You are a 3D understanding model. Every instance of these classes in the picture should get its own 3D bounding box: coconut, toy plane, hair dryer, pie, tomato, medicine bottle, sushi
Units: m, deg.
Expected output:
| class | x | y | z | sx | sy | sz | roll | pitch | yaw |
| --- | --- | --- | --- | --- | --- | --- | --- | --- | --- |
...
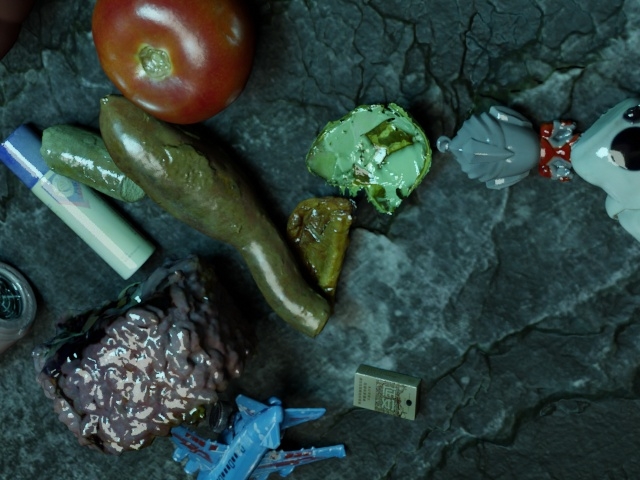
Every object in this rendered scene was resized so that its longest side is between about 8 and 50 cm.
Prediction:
| class | x | y | z | sx | sy | sz | roll | pitch | yaw |
| --- | --- | --- | --- | --- | --- | --- | --- | --- | --- |
| coconut | 0.063 | -0.098 | 1.822 | 0.158 | 0.055 | 0.133 | -8 | 124 | 30 |
| toy plane | -0.107 | 0.275 | 2.077 | 0.254 | 0.105 | 0.271 | 12 | 146 | -24 |
| hair dryer | -0.558 | 0.030 | 2.147 | 0.210 | 0.125 | 0.352 | -35 | 94 | 34 |
| pie | -0.002 | 0.000 | 1.920 | 0.088 | 0.033 | 0.191 | 28 | 136 | 16 |
| tomato | -0.162 | -0.231 | 1.794 | 0.195 | 0.136 | 0.195 | 11 | 125 | 17 |
| medicine bottle | -0.310 | -0.049 | 2.015 | 0.231 | 0.059 | 0.059 | 44 | 126 | -6 |
| sushi | -0.225 | 0.135 | 1.985 | 0.270 | 0.236 | 0.171 | -28 | 109 | 18 |

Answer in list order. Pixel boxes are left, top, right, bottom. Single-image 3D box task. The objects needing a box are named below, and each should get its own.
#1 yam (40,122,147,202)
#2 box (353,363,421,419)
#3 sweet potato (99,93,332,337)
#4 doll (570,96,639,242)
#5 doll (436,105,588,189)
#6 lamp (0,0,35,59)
| class | x | y | z | sx | sy | sz | roll | pitch | yaw |
| --- | --- | --- | --- | --- | --- | --- | --- | --- | --- |
| yam | -0.274 | -0.097 | 1.967 | 0.146 | 0.070 | 0.070 | 22 | 125 | 11 |
| box | 0.084 | 0.191 | 2.006 | 0.083 | 0.024 | 0.053 | 12 | 123 | 19 |
| sweet potato | -0.122 | -0.040 | 1.913 | 0.385 | 0.109 | 0.109 | 44 | 127 | -13 |
| doll | 0.347 | -0.065 | 1.685 | 0.181 | 0.110 | 0.107 | 53 | 154 | -19 |
| doll | 0.218 | -0.101 | 1.746 | 0.180 | 0.079 | 0.094 | 3 | 105 | 8 |
| lamp | -0.470 | -0.314 | 1.799 | 0.303 | 0.257 | 0.303 | -4 | 109 | -13 |
